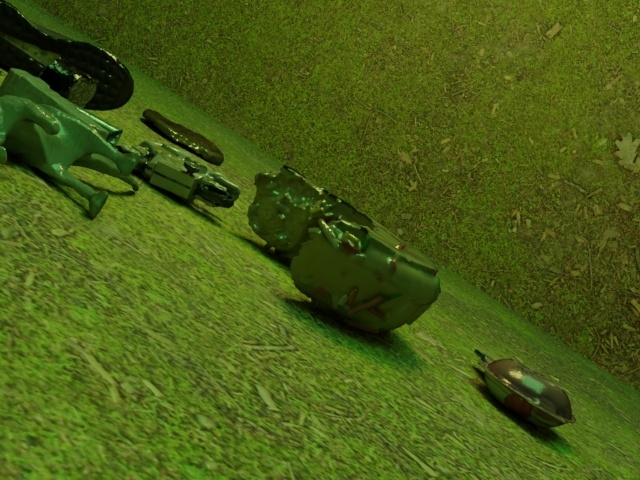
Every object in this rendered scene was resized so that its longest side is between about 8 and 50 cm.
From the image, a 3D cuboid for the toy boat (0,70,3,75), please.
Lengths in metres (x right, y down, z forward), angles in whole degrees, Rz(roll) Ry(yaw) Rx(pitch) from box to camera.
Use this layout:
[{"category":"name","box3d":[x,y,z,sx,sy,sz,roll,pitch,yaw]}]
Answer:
[{"category":"toy boat","box3d":[-0.661,-0.358,1.317,0.292,0.070,0.210,32,11,-32]}]

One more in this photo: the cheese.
[{"category":"cheese","box3d":[0.345,0.250,1.392,0.189,0.074,0.286,31,4,-12]}]

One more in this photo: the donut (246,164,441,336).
[{"category":"donut","box3d":[0.039,0.025,1.317,0.307,0.150,0.371,28,9,-29]}]

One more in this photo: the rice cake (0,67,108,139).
[{"category":"rice cake","box3d":[-0.408,-0.189,1.216,0.206,0.069,0.063,33,7,19]}]

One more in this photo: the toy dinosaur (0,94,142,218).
[{"category":"toy dinosaur","box3d":[-0.321,-0.112,1.035,0.206,0.092,0.393,29,9,13]}]

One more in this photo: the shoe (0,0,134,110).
[{"category":"shoe","box3d":[-0.547,-0.365,1.642,0.336,0.132,0.171,27,-1,-16]}]

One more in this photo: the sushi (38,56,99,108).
[{"category":"sushi","box3d":[-0.477,-0.289,1.498,0.078,0.090,0.150,35,6,-6]}]

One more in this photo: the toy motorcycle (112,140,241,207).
[{"category":"toy motorcycle","box3d":[-0.248,-0.119,1.390,0.229,0.074,0.151,22,14,-6]}]

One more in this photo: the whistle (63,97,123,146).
[{"category":"whistle","box3d":[-0.442,-0.226,1.427,0.186,0.039,0.039,29,8,-22]}]

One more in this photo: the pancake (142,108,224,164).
[{"category":"pancake","box3d":[-0.350,-0.271,2.067,0.236,0.042,0.222,30,10,-8]}]
